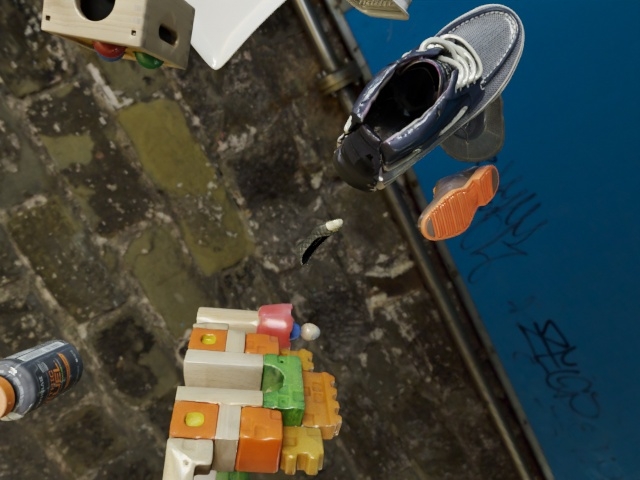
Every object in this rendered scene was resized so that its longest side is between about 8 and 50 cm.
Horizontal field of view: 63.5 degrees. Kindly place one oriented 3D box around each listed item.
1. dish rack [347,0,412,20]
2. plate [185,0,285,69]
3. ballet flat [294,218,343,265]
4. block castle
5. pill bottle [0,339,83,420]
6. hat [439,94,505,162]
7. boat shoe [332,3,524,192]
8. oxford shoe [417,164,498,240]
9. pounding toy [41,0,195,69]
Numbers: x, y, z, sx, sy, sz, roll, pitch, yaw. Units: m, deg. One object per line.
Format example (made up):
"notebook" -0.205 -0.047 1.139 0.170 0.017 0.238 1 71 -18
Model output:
"dish rack" 0.079 -0.705 1.352 0.332 0.072 0.285 26 10 -33
"plate" -0.209 -0.540 1.038 0.277 0.278 0.045 49 27 -11
"ballet flat" 0.000 0.000 1.100 0.173 0.057 0.049 -41 -116 50
"block castle" -0.096 0.312 0.740 0.453 0.212 0.303 -101 -163 -64
"pill bottle" -0.643 0.308 1.128 0.131 0.130 0.245 61 7 0
"hat" 0.379 -0.358 1.486 0.134 0.331 0.332 -14 -72 58
"boat shoe" 0.160 -0.205 0.652 0.127 0.340 0.158 42 -9 3
"oxford shoe" 0.377 -0.110 1.506 0.132 0.363 0.130 10 -55 46
"pounding toy" -0.288 -0.276 0.622 0.181 0.205 0.094 -35 137 -78
